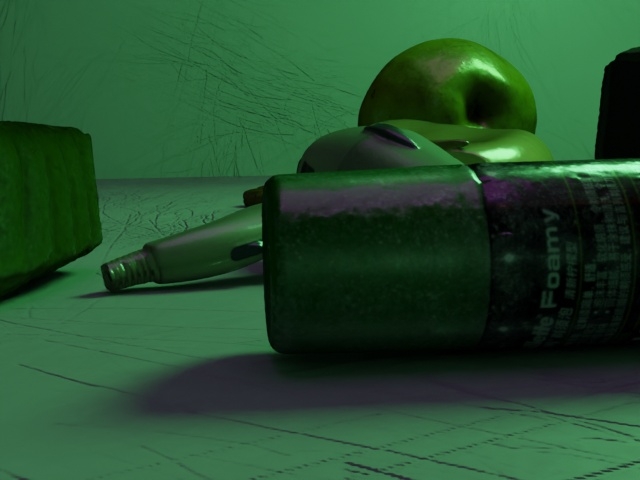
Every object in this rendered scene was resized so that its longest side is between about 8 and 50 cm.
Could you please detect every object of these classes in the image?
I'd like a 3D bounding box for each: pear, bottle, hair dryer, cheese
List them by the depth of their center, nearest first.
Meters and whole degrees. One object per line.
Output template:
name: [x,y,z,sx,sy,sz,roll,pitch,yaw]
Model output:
bottle: [0.137,0.005,0.447,0.330,0.093,0.093,-2,6,-6]
hair dryer: [0.041,-0.003,0.668,0.296,0.119,0.298,8,27,37]
cheese: [0.133,-0.065,0.989,0.259,0.128,0.316,5,15,22]
pear: [0.175,-0.165,1.322,0.252,0.253,0.307,-3,-5,-19]

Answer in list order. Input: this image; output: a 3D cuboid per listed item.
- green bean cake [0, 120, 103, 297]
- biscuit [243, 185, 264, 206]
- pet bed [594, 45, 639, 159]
green bean cake: [-0.295,-0.021,0.668,0.222,0.125,0.248,-3,4,3]
biscuit: [-0.001,-0.072,1.440,0.290,0.041,0.208,4,9,41]
pet bed: [0.360,-0.084,0.767,0.159,0.183,0.211,-8,14,-31]
